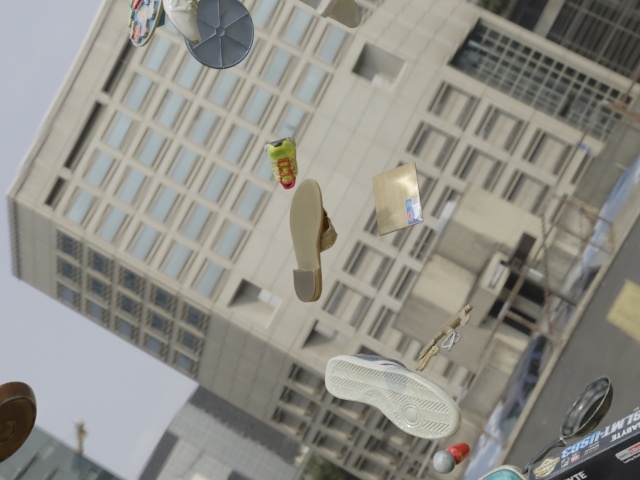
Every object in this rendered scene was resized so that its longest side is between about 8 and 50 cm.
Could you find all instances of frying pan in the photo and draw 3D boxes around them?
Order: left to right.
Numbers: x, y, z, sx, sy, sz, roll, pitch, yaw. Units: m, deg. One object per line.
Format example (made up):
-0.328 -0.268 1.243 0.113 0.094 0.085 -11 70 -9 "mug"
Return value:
0.656 0.487 2.169 0.326 0.053 0.197 -53 -4 -11 "frying pan"

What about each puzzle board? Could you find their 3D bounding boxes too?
0.149 -0.080 1.623 0.011 0.096 0.128 26 -128 -52 "puzzle board"

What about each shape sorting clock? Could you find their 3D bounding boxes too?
-0.345 -0.486 1.660 0.040 0.206 0.206 2 -52 -30 "shape sorting clock"

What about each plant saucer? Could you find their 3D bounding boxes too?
-0.548 0.322 1.440 0.168 0.029 0.168 -46 -29 -34 "plant saucer"

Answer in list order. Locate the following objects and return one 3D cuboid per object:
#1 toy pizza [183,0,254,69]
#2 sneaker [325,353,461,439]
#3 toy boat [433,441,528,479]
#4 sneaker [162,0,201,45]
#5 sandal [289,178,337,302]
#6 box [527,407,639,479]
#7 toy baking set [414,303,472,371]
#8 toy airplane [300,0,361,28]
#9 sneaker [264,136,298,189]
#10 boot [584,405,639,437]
-0.275 -0.563 2.261 0.201 0.201 0.032 -61 28 -4 "toy pizza"
0.182 0.329 1.865 0.148 0.350 0.131 -1 -74 -50 "sneaker"
0.464 0.722 2.424 0.148 0.318 0.267 -13 -39 -49 "toy boat"
-0.216 -0.377 1.310 0.061 0.152 0.053 -25 -9 7 "sneaker"
-0.005 0.000 1.653 0.079 0.088 0.240 -2 -86 -45 "sandal"
0.569 0.451 1.471 0.295 0.293 0.073 -41 12 33 "box"
0.324 0.246 2.128 0.256 0.030 0.197 -52 0 37 "toy baking set"
0.081 -0.629 1.688 0.386 0.384 0.273 73 -169 -55 "toy airplane"
-0.091 -0.198 2.195 0.208 0.081 0.094 69 -173 -71 "sneaker"
0.772 0.545 2.161 0.178 0.085 0.236 -36 14 31 "boot"
